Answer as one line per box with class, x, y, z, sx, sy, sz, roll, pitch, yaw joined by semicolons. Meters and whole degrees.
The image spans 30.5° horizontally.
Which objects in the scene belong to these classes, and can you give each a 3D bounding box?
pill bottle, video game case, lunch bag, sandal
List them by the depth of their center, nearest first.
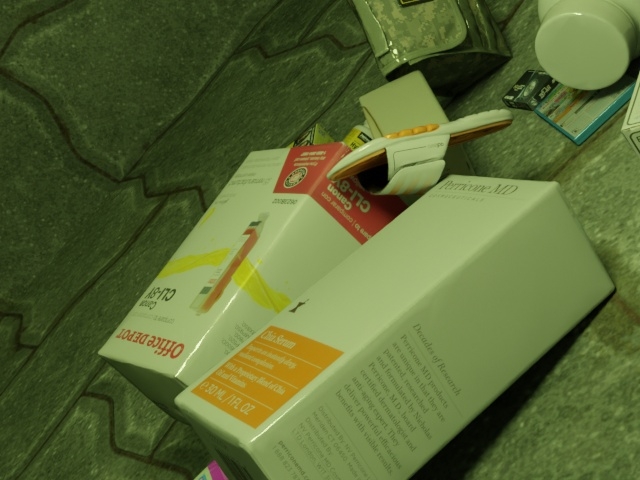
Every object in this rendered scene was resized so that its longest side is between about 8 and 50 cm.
sandal;0.140;-0.102;1.485;0.265;0.076;0.102;-17;-8;-18
pill bottle;0.412;-0.360;1.665;0.176;0.176;0.318;-22;30;46
video game case;0.380;-0.203;1.679;0.119;0.015;0.166;-44;22;8
lunch bag;0.154;-0.376;1.927;0.169;0.235;0.287;-32;-15;34
pill bottle;0.070;-0.167;2.113;0.116;0.065;0.065;-51;22;-11

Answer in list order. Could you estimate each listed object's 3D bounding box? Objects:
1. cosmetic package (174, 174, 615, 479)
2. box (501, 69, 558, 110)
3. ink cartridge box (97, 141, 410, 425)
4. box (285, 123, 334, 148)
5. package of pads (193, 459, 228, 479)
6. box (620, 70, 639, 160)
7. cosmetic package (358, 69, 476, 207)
cosmetic package;0.083;0.119;1.331;0.453;0.161;0.230;-39;20;-19
box;0.327;-0.234;1.824;0.067;0.018;0.083;-48;22;-5
ink cartridge box;-0.090;0.064;1.597;0.384;0.160;0.279;-55;26;-18
box;-0.077;-0.132;2.328;0.232;0.058;0.087;-35;25;27
package of pads;-0.141;0.401;1.459;0.296;0.101;0.229;-46;21;-1
box;0.476;-0.211;1.389;0.169;0.087;0.290;-13;38;40
cosmetic package;0.152;-0.120;1.728;0.113;0.160;0.309;-25;24;5
